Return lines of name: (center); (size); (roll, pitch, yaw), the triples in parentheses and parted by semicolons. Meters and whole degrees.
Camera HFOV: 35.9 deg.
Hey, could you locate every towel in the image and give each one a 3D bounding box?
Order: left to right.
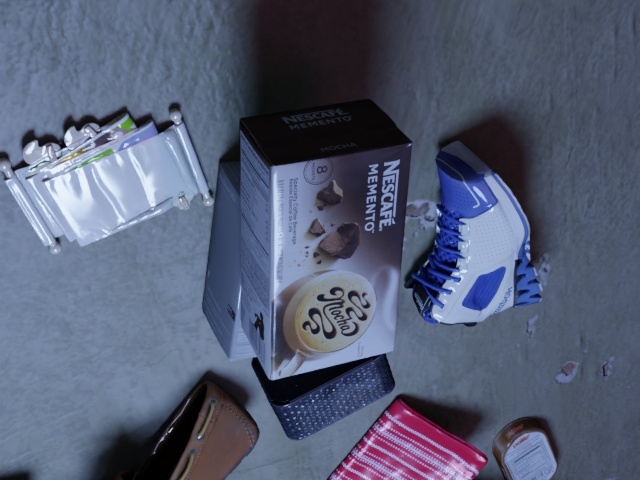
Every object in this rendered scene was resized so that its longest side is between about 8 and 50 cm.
towel: (0.129, 0.415, 1.673); (0.199, 0.031, 0.275); (35, 103, -9)

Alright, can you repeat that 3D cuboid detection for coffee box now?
coffee box: (0.000, 0.000, 1.161); (0.168, 0.119, 0.297); (-10, 125, -20)

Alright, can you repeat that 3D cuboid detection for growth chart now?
growth chart: (-0.257, -0.075, 1.209); (0.237, 0.021, 0.172); (-20, 128, -13)

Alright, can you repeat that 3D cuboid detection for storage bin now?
storage bin: (0.004, 0.194, 1.455); (0.180, 0.122, 0.084); (-26, 130, -9)

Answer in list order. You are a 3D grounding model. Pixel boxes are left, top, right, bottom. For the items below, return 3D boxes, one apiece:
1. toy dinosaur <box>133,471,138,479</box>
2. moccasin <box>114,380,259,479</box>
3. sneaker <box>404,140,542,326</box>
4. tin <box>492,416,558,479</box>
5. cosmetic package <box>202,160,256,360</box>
toy dinosaur: (-0.336, 0.462, 1.488); (0.118, 0.064, 0.268); (5, 103, -44)
moccasin: (-0.247, 0.369, 1.398); (0.380, 0.139, 0.147); (-49, 117, -11)
sneaker: (0.207, 0.028, 1.439); (0.182, 0.127, 0.315); (-32, 132, -6)
tin: (0.385, 0.404, 1.843); (0.106, 0.040, 0.189); (-34, 130, -7)
cosmetic package: (-0.082, 0.024, 1.295); (0.107, 0.127, 0.238); (-7, 123, -23)
